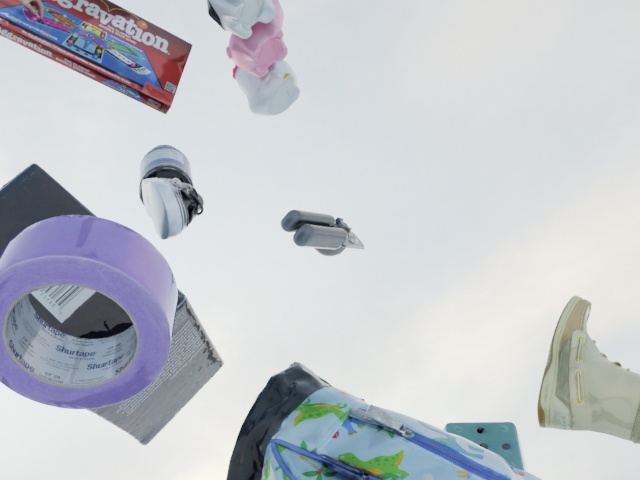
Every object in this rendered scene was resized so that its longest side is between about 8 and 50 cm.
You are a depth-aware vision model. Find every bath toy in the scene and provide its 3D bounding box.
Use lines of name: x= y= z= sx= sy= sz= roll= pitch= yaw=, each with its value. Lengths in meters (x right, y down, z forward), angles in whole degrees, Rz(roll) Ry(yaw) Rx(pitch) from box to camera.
bath toy: x=-0.112 y=-0.350 z=1.161 sx=0.151 sy=0.129 sz=0.348 roll=-44 pitch=-27 yaw=-18

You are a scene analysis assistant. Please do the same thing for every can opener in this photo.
can opener: x=0.000 y=0.000 z=1.416 sx=0.095 sy=0.076 sz=0.283 roll=-47 pitch=-21 yaw=17

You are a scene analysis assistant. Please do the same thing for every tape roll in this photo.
tape roll: x=-0.243 y=0.074 z=0.731 sx=0.189 sy=0.080 sz=0.188 roll=-2 pitch=-60 yaw=-4

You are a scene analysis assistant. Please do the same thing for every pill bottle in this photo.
pill bottle: x=-0.362 y=-0.149 z=1.697 sx=0.123 sy=0.219 sz=0.122 roll=-5 pitch=-65 yaw=-11

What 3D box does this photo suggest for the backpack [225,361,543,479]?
backpack: x=0.076 y=0.297 z=0.610 sx=0.356 sy=0.289 sz=0.273 roll=14 pitch=11 yaw=16

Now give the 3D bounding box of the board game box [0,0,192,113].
board game box: x=-0.341 y=-0.309 z=1.090 sx=0.281 sy=0.145 sz=0.027 roll=24 pitch=-38 yaw=-21

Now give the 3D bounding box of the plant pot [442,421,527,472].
plant pot: x=0.252 y=0.402 z=1.119 sx=0.166 sy=0.165 sz=0.234 roll=-2 pitch=-60 yaw=7

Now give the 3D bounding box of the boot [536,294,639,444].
boot: x=0.496 y=0.219 z=1.237 sx=0.204 sy=0.261 sz=0.095 roll=7 pitch=-39 yaw=28

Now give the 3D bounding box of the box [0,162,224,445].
box: x=-0.312 y=0.098 z=0.996 sx=0.183 sy=0.296 sz=0.294 roll=-45 pitch=-18 yaw=-18

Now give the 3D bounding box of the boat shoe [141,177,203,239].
boat shoe: x=-0.208 y=-0.053 z=1.047 sx=0.076 sy=0.228 sz=0.080 roll=-9 pitch=-80 yaw=-19
